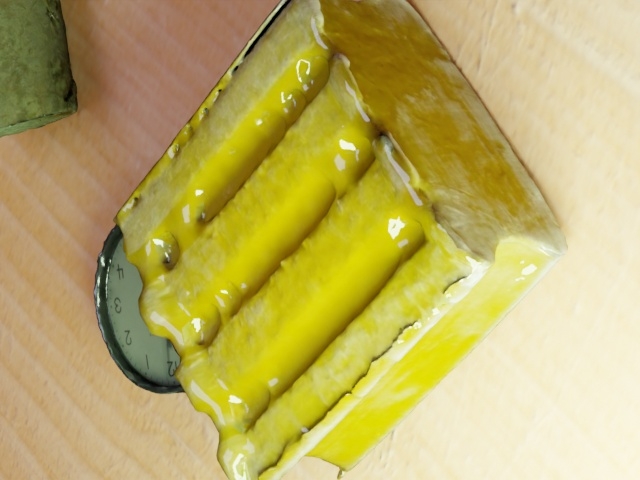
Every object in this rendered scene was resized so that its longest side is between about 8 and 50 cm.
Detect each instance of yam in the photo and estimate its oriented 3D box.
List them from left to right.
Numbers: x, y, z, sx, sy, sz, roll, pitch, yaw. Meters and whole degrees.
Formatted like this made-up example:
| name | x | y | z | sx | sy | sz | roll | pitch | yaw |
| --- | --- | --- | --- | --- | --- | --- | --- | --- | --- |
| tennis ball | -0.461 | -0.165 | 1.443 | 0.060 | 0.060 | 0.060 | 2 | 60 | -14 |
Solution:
| name | x | y | z | sx | sy | sz | roll | pitch | yaw |
| --- | --- | --- | --- | --- | --- | --- | --- | --- | --- |
| yam | -0.341 | -0.240 | 1.797 | 0.168 | 0.168 | 0.304 | -17 | 82 | 45 |

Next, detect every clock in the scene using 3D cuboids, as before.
| name | x | y | z | sx | sy | sz | roll | pitch | yaw |
| --- | --- | --- | --- | --- | --- | --- | --- | --- | --- |
| clock | -0.146 | 0.056 | 1.725 | 0.184 | 0.040 | 0.184 | 6 | 99 | 44 |

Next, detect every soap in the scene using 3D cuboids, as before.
| name | x | y | z | sx | sy | sz | roll | pitch | yaw |
| --- | --- | --- | --- | --- | --- | --- | --- | --- | --- |
| soap | 0.000 | 0.000 | 1.496 | 0.335 | 0.156 | 0.293 | -51 | 58 | 36 |
